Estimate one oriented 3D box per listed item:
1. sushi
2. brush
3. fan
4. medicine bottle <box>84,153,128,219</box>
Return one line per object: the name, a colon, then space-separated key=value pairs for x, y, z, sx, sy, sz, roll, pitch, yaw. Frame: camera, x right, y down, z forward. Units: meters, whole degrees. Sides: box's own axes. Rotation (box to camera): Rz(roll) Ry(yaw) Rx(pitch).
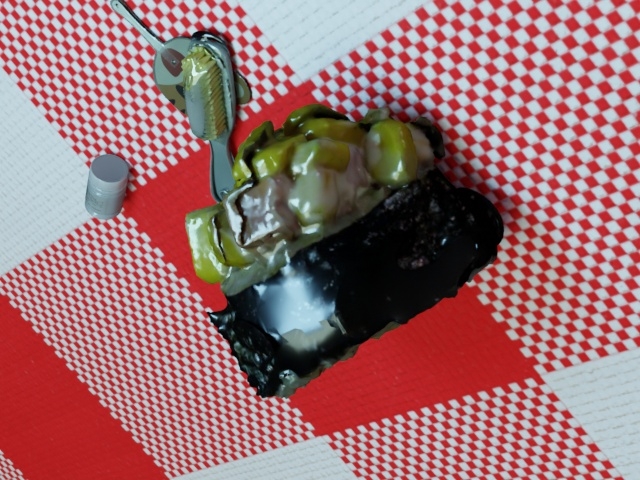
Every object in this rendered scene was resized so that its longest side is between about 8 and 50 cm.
sushi: x=0.000 y=0.000 z=1.608 sx=0.285 sy=0.328 sz=0.329 roll=56 pitch=156 yaw=3
brush: x=-0.146 y=-0.141 z=1.769 sx=0.068 sy=0.060 sz=0.296 roll=18 pitch=138 yaw=22
fan: x=-0.195 y=-0.238 z=1.767 sx=0.227 sy=0.008 sz=0.152 roll=44 pitch=143 yaw=-5
medicine bottle: x=-0.320 y=-0.080 z=1.988 sx=0.058 sy=0.058 sz=0.091 roll=34 pitch=142 yaw=10
